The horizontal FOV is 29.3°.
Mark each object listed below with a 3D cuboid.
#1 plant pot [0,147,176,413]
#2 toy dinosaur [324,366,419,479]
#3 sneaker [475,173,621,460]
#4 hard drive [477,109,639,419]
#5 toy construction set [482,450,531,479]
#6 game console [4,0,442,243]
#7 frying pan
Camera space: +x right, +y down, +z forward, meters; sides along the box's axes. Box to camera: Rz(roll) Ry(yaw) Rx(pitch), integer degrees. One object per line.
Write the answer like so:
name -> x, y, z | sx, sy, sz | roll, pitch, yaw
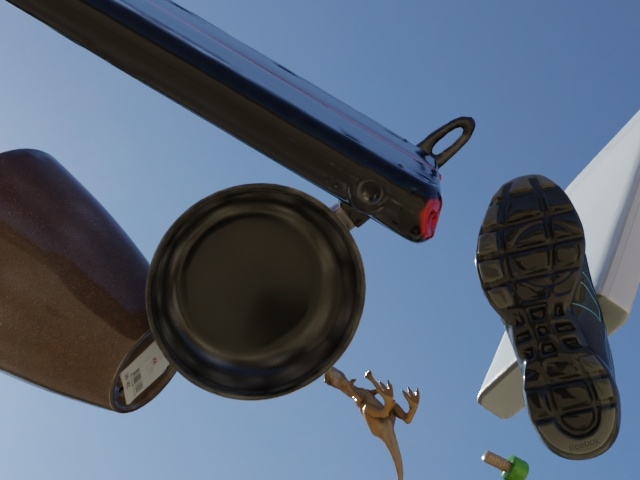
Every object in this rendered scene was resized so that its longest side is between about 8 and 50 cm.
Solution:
plant pot -> -0.245, 0.061, 1.183 | 0.230, 0.215, 0.215 | 34, -35, 23
toy dinosaur -> 0.083, 0.239, 1.594 | 0.064, 0.212, 0.112 | -9, -33, -40
sneaker -> 0.206, 0.072, 1.109 | 0.101, 0.268, 0.106 | -13, -21, 15
hard drive -> 0.291, 0.006, 1.321 | 0.047, 0.353, 0.233 | 33, -42, -3
toy construction set -> 0.298, 0.456, 1.521 | 0.237, 0.258, 0.309 | 29, 0, -17
game console -> -0.092, -0.114, 0.802 | 0.386, 0.342, 0.060 | 30, -81, 2
frying pan -> -0.026, -0.011, 1.086 | 0.197, 0.053, 0.326 | 28, -87, -17
